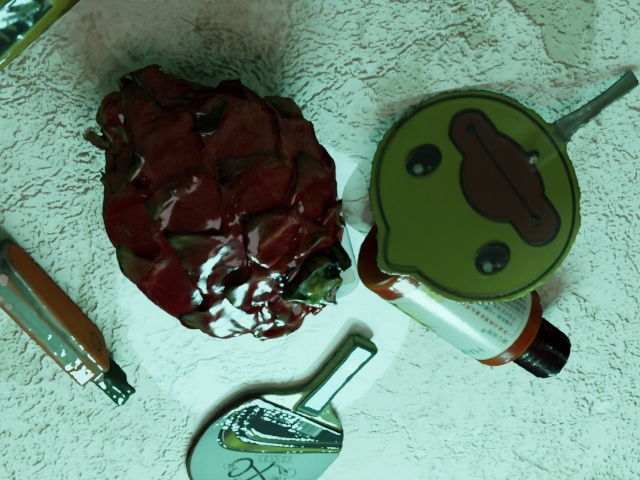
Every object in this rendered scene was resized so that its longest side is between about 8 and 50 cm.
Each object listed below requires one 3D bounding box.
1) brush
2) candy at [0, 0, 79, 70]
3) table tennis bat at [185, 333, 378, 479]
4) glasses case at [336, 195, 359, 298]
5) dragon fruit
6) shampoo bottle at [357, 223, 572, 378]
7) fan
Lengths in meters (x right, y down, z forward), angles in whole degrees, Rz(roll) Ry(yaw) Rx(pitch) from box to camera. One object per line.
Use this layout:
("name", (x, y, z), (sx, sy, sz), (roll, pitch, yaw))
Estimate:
("brush", (-0.301, 0.069, 1.852), (0.051, 0.070, 0.323), (-29, 126, 10))
("candy", (-0.304, -0.216, 1.594), (0.271, 0.101, 0.143), (-37, 133, 12))
("table tennis bat", (-0.035, 0.216, 2.061), (0.173, 0.022, 0.301), (26, 122, -30))
("glasses case", (0.000, 0.000, 1.872), (0.063, 0.041, 0.164), (-15, 130, 1))
("dragon fruit", (-0.095, -0.042, 1.697), (0.244, 0.244, 0.298), (-32, 94, 15))
("shampoo bottle", (0.170, 0.069, 1.925), (0.278, 0.104, 0.104), (33, 116, -32))
("fan", (0.195, -0.068, 1.811), (0.335, 0.011, 0.229), (-36, 97, -3))
